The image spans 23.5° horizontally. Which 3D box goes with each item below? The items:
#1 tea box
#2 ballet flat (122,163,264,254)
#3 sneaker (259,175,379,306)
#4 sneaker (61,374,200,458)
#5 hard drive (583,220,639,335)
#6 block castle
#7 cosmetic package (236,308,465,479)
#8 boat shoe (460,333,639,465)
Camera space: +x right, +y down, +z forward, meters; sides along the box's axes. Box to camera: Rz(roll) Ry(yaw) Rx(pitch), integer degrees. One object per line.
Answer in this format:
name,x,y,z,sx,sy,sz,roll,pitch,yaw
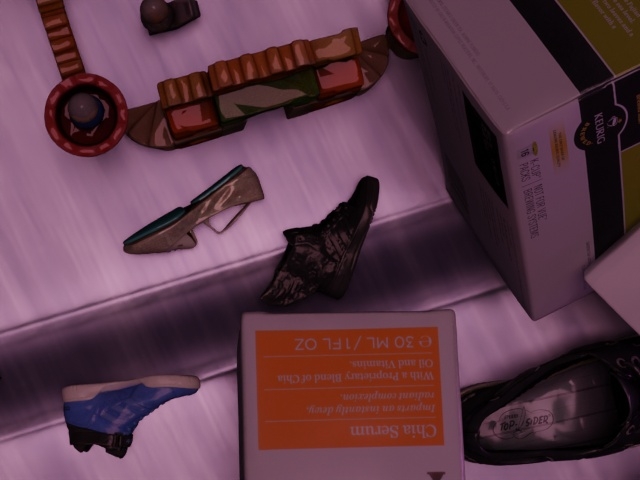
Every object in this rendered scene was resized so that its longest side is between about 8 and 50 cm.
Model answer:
tea box,0.291,-0.146,1.551,0.323,0.329,0.220,-25,54,-5
ballet flat,-0.135,-0.020,1.678,0.168,0.057,0.052,-33,101,-4
sneaker,0.000,0.000,1.689,0.089,0.051,0.170,19,91,-9
sneaker,-0.202,0.192,1.664,0.152,0.058,0.085,-7,84,0
hard drive,0.441,0.003,1.504,0.203,0.040,0.307,44,109,-6
block castle,-0.097,-0.274,1.607,0.453,0.213,0.303,-17,90,-5
cosmetic package,0.031,0.307,1.582,0.230,0.161,0.453,-2,75,-5
boat shoe,0.304,0.175,1.679,0.340,0.113,0.127,-7,89,-5
